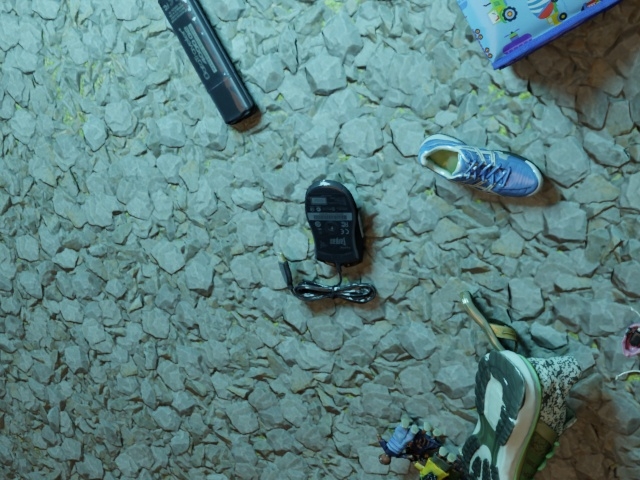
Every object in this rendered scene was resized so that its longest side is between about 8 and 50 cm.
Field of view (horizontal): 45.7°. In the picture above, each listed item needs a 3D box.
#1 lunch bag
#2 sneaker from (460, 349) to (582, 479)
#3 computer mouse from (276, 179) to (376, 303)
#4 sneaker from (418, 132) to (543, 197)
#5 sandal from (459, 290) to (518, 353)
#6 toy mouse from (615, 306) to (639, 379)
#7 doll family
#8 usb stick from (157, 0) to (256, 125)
[{"bbox_3d":[0.332,-0.413,1.083,0.293,0.138,0.221,-28,93,21],"label":"lunch bag"},{"bbox_3d":[0.366,0.354,1.325,0.182,0.158,0.410,-8,127,-14],"label":"sneaker"},{"bbox_3d":[0.000,0.000,1.422,0.184,0.060,0.262,-4,119,22],"label":"computer mouse"},{"bbox_3d":[0.256,-0.113,1.244,0.211,0.081,0.080,17,113,17],"label":"sneaker"},{"bbox_3d":[0.311,0.156,1.333,0.049,0.072,0.180,-36,87,9],"label":"sandal"},{"bbox_3d":[0.543,0.184,1.248,0.161,0.031,0.143,45,120,4],"label":"toy mouse"},{"bbox_3d":[0.197,0.423,1.479,0.193,0.076,0.111,38,124,14],"label":"doll family"},{"bbox_3d":[-0.209,-0.343,1.399,0.077,0.045,0.278,-25,97,37],"label":"usb stick"}]
